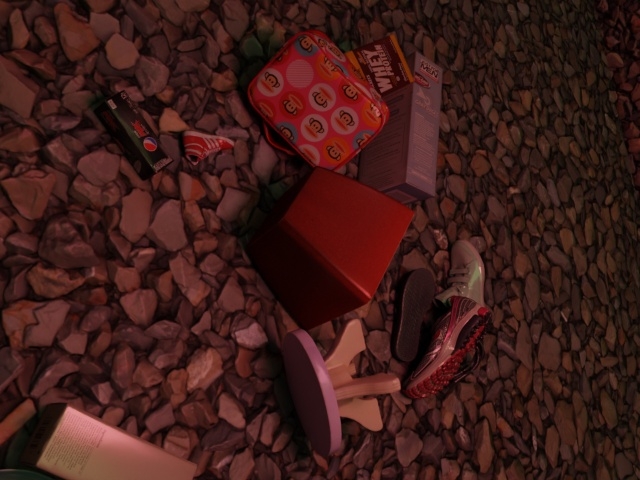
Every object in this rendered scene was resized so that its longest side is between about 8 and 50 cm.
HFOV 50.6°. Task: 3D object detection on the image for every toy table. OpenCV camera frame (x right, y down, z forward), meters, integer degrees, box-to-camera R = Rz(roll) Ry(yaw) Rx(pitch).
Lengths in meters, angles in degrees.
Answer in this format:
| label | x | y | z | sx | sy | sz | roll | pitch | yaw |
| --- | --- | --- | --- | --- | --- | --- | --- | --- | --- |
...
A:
| label | x | y | z | sx | sy | sz | roll | pitch | yaw |
| --- | --- | --- | --- | --- | --- | --- | --- | --- | --- |
| toy table | 0.038 | 0.305 | 1.451 | 0.160 | 0.252 | 0.274 | -16 | 109 | -27 |

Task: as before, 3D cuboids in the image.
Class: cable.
| label | x | y | z | sx | sy | sz | roll | pitch | yaw |
| --- | --- | --- | --- | --- | --- | --- | --- | --- | --- |
| cable | 0.357 | 0.298 | 1.813 | 0.184 | 0.047 | 0.151 | -33 | 88 | -11 |

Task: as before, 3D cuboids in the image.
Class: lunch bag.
| label | x | y | z | sx | sy | sz | roll | pitch | yaw |
| --- | --- | --- | --- | --- | --- | --- | --- | --- | --- |
| lunch bag | -0.016 | -0.300 | 1.545 | 0.293 | 0.258 | 0.120 | 47 | 24 | -7 |

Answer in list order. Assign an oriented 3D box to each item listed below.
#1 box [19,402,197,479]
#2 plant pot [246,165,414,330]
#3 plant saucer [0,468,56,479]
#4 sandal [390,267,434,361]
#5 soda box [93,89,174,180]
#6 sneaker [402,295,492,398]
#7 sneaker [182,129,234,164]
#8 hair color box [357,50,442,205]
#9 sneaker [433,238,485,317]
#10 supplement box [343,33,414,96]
| label | x | y | z | sx | sy | sz | roll | pitch | yaw |
| --- | --- | --- | --- | --- | --- | --- | --- | --- | --- |
| box | -0.360 | 0.386 | 1.170 | 0.275 | 0.094 | 0.113 | 39 | 57 | -28 |
| plant pot | 0.000 | 0.000 | 1.488 | 0.235 | 0.267 | 0.267 | 39 | 56 | -12 |
| plant saucer | -0.508 | 0.518 | 1.043 | 0.317 | 0.043 | 0.318 | 12 | 71 | -39 |
| sandal | 0.227 | 0.187 | 1.765 | 0.097 | 0.054 | 0.255 | 27 | 72 | -25 |
| soda box | -0.368 | -0.206 | 1.336 | 0.053 | 0.060 | 0.169 | -45 | 108 | -40 |
| sneaker | 0.312 | 0.279 | 1.738 | 0.299 | 0.112 | 0.121 | -49 | 144 | -7 |
| sneaker | -0.240 | -0.193 | 1.455 | 0.118 | 0.042 | 0.067 | 6 | 71 | -32 |
| hair color box | 0.207 | -0.280 | 1.768 | 0.113 | 0.185 | 0.375 | 21 | 66 | -35 |
| sneaker | 0.376 | 0.119 | 1.877 | 0.151 | 0.094 | 0.256 | 1 | 77 | -38 |
| supplement box | 0.088 | -0.399 | 1.692 | 0.194 | 0.191 | 0.129 | -33 | 102 | -40 |
